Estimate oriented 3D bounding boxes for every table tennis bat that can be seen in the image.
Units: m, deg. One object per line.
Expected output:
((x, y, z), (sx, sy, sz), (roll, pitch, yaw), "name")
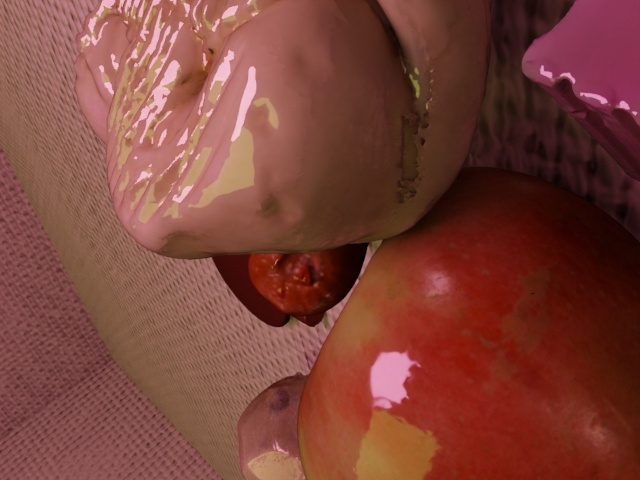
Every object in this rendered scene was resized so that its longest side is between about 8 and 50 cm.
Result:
((-0.101, 0.071, 1.251), (0.310, 0.038, 0.200), (24, 142, 49), "table tennis bat")

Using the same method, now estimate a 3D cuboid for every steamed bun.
((-0.013, -0.155, 0.533), (0.352, 0.247, 0.339), (37, 110, 45), "steamed bun")

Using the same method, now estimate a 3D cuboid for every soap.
((0.197, -0.059, 0.385), (0.122, 0.065, 0.203), (38, -168, 35), "soap")

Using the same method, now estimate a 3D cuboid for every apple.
((0.138, 0.118, 0.578), (0.277, 0.319, 0.319), (29, 151, 6), "apple")

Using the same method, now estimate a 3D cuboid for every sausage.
((-0.001, 0.000, 0.737), (0.094, 0.097, 0.348), (56, -171, -3), "sausage")

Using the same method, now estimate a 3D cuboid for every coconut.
((-0.023, 0.326, 1.227), (0.227, 0.227, 0.230), (25, 142, 47), "coconut")
